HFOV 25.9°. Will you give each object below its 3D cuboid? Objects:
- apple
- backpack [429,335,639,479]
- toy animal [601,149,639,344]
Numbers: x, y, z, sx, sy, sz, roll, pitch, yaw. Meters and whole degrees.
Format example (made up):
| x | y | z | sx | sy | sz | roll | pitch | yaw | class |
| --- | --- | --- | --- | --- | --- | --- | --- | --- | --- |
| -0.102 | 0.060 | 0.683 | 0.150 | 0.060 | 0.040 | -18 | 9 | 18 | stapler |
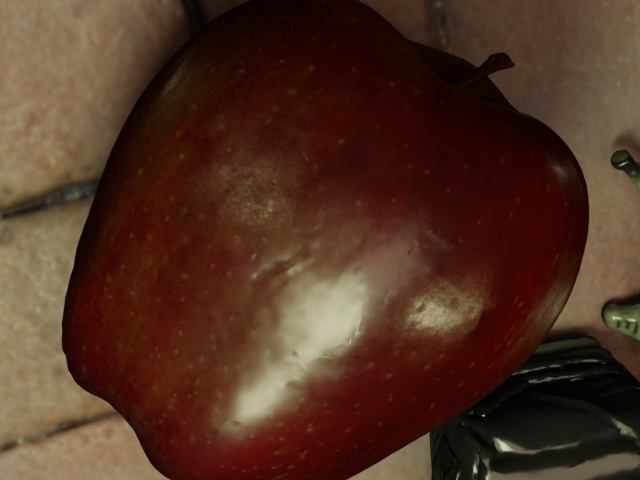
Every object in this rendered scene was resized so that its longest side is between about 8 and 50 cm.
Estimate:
| x | y | z | sx | sy | sz | roll | pitch | yaw | class |
| --- | --- | --- | --- | --- | --- | --- | --- | --- | --- |
| 0.000 | 0.000 | 0.856 | 0.288 | 0.288 | 0.317 | 37 | 104 | -24 | apple |
| 0.177 | 0.218 | 1.069 | 0.206 | 0.133 | 0.258 | -9 | 117 | -11 | backpack |
| 0.303 | -0.016 | 1.056 | 0.217 | 0.073 | 0.176 | -35 | 120 | -9 | toy animal |
